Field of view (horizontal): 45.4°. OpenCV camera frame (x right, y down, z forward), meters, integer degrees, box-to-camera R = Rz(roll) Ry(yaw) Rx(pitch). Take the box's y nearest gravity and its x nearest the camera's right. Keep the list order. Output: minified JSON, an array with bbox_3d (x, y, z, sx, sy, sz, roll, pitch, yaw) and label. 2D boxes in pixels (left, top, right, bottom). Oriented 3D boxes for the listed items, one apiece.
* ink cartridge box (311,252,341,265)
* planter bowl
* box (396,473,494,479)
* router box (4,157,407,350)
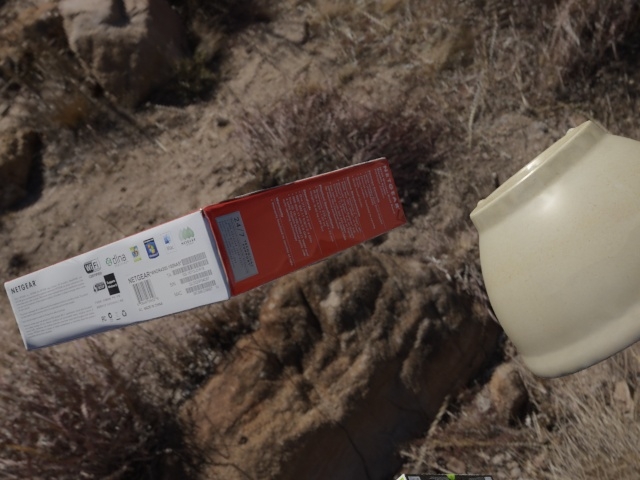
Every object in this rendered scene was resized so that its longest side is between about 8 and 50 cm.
[{"bbox_3d":[0.000,0.000,1.373,0.209,0.109,0.062,-20,79,-21],"label":"ink cartridge box"},{"bbox_3d":[0.165,-0.005,0.487,0.162,0.162,0.109,-40,87,0],"label":"planter bowl"},{"bbox_3d":[0.173,0.407,1.183,0.114,0.206,0.036,-51,44,28],"label":"box"},{"bbox_3d":[-0.123,0.015,0.844,0.335,0.301,0.082,-17,93,38],"label":"router box"}]
